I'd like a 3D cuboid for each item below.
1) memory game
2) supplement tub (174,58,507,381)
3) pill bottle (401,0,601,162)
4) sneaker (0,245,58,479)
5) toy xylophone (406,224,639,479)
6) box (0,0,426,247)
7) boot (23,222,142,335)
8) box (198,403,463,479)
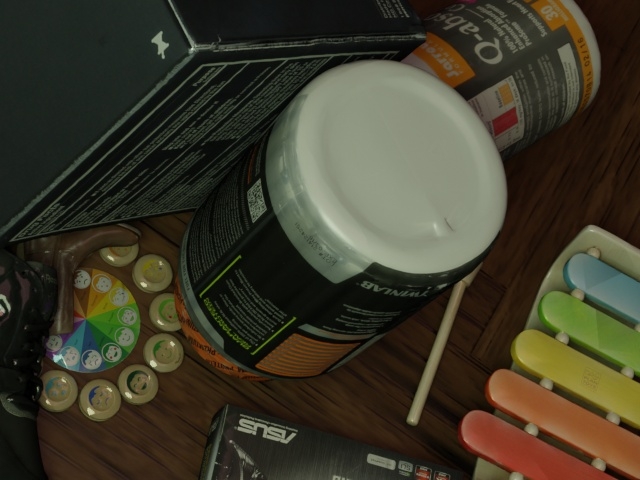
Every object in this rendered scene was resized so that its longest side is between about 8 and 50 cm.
[{"bbox_3d":[-0.205,0.068,1.313,0.186,0.012,0.186,7,67,-18],"label":"memory game"},{"bbox_3d":[0.000,0.000,1.239,0.193,0.316,0.194,11,63,-23],"label":"supplement tub"},{"bbox_3d":[0.127,-0.138,1.440,0.278,0.162,0.162,-31,82,-29],"label":"pill bottle"},{"bbox_3d":[-0.263,0.076,1.211,0.124,0.107,0.283,-25,79,-3],"label":"sneaker"},{"bbox_3d":[0.217,0.132,1.408,0.236,0.081,0.323,21,63,-11],"label":"toy xylophone"},{"bbox_3d":[-0.129,-0.153,1.218,0.294,0.296,0.183,-14,72,-52],"label":"box"},{"bbox_3d":[-0.212,0.037,1.294,0.106,0.037,0.114,4,63,-5],"label":"boot"},{"bbox_3d":[-0.001,0.262,1.285,0.231,0.056,0.183,18,63,-13],"label":"box"}]
